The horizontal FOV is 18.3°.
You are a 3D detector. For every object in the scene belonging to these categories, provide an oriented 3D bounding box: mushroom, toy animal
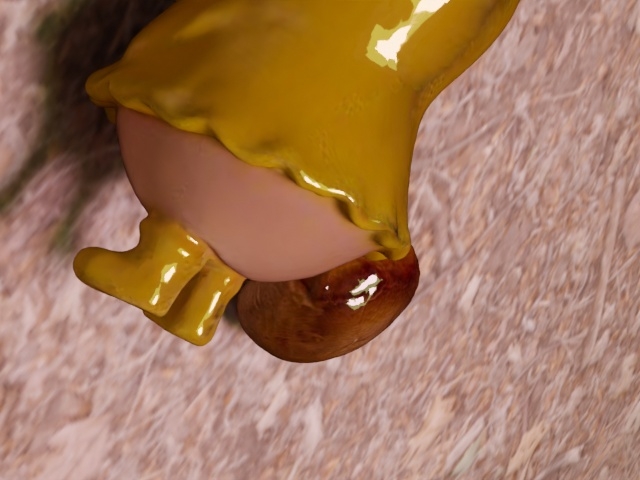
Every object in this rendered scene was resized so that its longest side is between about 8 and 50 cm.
[{"bbox_3d":[0.002,0.008,0.905,0.088,0.073,0.129,-11,131,-5],"label":"mushroom"},{"bbox_3d":[-0.005,-0.067,0.748,0.230,0.156,0.156,-57,153,-2],"label":"toy animal"}]
